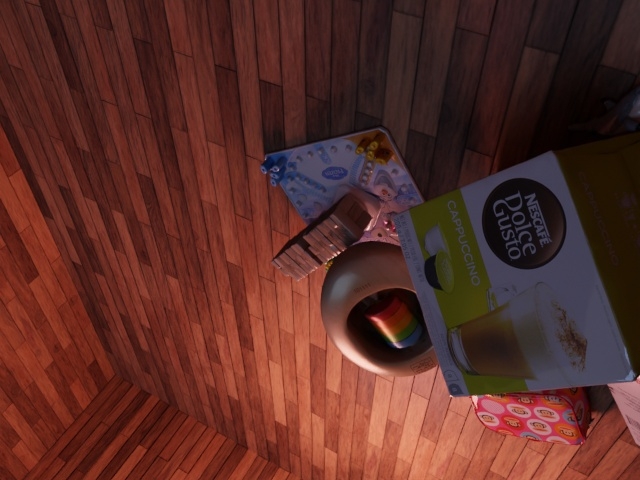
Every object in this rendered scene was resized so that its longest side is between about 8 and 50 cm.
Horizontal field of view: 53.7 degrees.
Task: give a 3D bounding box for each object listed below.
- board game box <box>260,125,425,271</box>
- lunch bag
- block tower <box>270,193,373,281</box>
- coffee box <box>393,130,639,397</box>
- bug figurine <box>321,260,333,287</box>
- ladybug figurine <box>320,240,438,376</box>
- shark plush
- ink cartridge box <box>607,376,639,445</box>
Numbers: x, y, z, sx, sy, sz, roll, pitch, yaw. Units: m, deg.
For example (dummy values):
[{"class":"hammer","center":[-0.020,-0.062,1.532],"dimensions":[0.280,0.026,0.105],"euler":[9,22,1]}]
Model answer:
[{"class":"board game box","center":[0.079,-0.072,1.554],"dimensions":[0.390,0.050,0.390],"euler":[-6,126,43]},{"class":"lunch bag","center":[0.547,0.436,1.652],"dimensions":[0.293,0.120,0.258],"euler":[0,130,39]},{"class":"block tower","center":[0.000,0.000,1.580],"dimensions":[0.091,0.097,0.335],"euler":[43,146,-8]},{"class":"coffee box","center":[0.392,0.039,1.076],"dimensions":[0.334,0.338,0.338],"euler":[-22,84,49]},{"class":"bug figurine","center":[0.118,0.165,1.714],"dimensions":[0.279,0.072,0.216],"euler":[26,150,-9]},{"class":"ladybug figurine","center":[0.164,0.160,1.511],"dimensions":[0.305,0.162,0.449],"euler":[-27,127,10]},{"class":"shark plush","center":[0.500,-0.217,1.073],"dimensions":[0.067,0.073,0.161],"euler":[65,160,-5]},{"class":"ink cartridge box","center":[0.669,0.302,1.194],"dimensions":[0.289,0.121,0.211],"euler":[57,170,-22]}]
